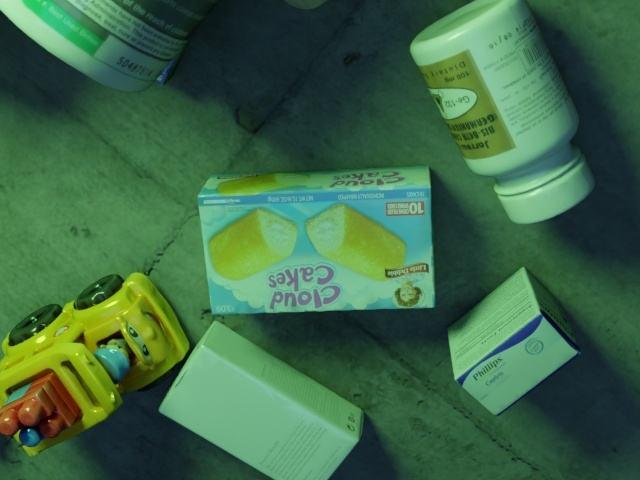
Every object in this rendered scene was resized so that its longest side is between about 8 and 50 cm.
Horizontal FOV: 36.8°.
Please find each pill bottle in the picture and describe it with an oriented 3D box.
[{"bbox_3d":[-0.135,-0.333,0.883,0.204,0.204,0.361,40,105,-10],"label":"pill bottle"},{"bbox_3d":[0.202,-0.139,1.033,0.131,0.131,0.229,-26,107,13],"label":"pill bottle"}]

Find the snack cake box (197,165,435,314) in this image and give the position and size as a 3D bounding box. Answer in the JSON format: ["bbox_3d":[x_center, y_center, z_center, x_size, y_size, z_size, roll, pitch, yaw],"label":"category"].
[{"bbox_3d":[0.000,0.000,1.125,0.264,0.089,0.152,-3,110,6],"label":"snack cake box"}]

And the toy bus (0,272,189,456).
[{"bbox_3d":[-0.289,0.159,1.144,0.220,0.211,0.149,-27,105,12],"label":"toy bus"}]

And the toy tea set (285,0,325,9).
[{"bbox_3d":[0.043,-0.390,0.954,0.200,0.124,0.336,14,111,-1],"label":"toy tea set"}]

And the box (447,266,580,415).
[{"bbox_3d":[0.222,0.116,1.124,0.126,0.137,0.072,-42,103,17],"label":"box"}]

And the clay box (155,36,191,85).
[{"bbox_3d":[-0.241,-0.281,1.056,0.222,0.053,0.127,27,111,-6],"label":"clay box"}]

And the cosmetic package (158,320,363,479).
[{"bbox_3d":[-0.073,0.215,1.216,0.231,0.085,0.117,34,109,-6],"label":"cosmetic package"}]
